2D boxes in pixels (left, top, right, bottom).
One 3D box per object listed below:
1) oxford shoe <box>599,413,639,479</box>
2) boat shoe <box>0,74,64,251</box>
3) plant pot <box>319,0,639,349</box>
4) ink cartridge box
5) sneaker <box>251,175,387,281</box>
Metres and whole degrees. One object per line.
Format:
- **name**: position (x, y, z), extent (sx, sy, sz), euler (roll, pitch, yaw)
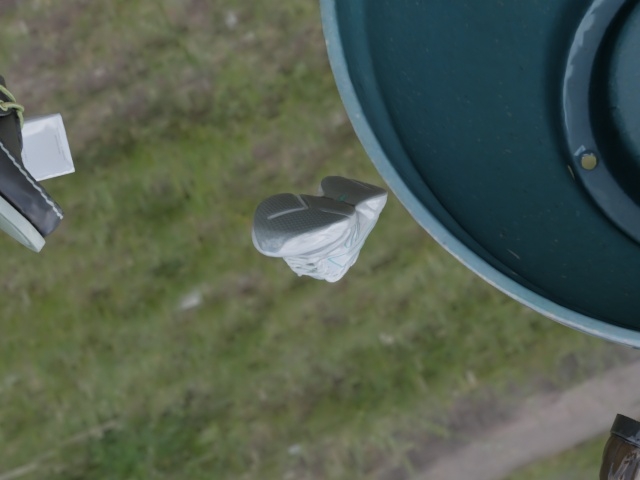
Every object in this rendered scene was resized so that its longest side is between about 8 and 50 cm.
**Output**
- **oxford shoe**: position (0.362, 0.263, 1.854), extent (0.227, 0.083, 0.096), euler (31, 82, -34)
- **boat shoe**: position (-0.232, -0.087, 1.136), extent (0.069, 0.228, 0.081), euler (-40, 158, -13)
- **plant pot**: position (0.164, -0.083, 0.691), extent (0.293, 0.293, 0.196), euler (-28, 162, 7)
- **ink cartridge box**: position (-0.341, -0.074, 1.710), extent (0.181, 0.061, 0.104), euler (-15, -171, -21)
- **sneaker**: position (0.000, 0.000, 1.112), extent (0.152, 0.054, 0.061), euler (-19, 125, -65)
